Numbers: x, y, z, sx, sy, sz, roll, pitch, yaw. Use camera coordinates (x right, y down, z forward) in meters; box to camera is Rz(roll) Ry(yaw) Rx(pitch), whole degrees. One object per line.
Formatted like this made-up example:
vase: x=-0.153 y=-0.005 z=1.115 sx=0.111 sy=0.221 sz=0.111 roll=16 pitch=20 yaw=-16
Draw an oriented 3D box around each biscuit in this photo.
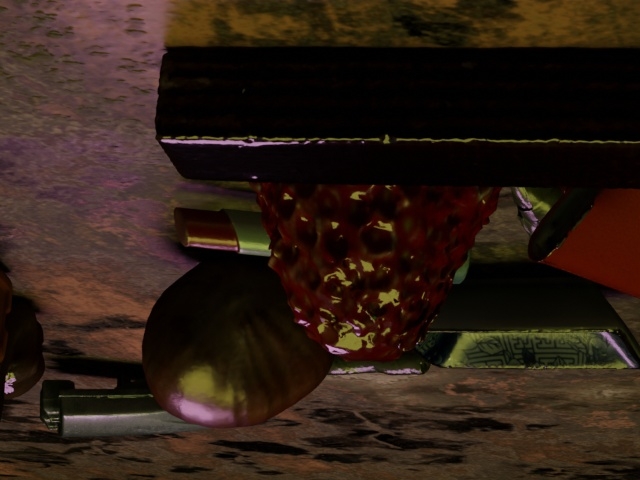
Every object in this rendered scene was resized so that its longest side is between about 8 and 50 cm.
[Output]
biscuit: x=0.075 y=-0.087 z=1.133 sx=0.388 sy=0.073 sz=0.107 roll=1 pitch=164 yaw=8

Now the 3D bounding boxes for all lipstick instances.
lipstick: x=0.000 y=0.000 z=1.440 sx=0.274 sy=0.068 sz=0.061 roll=5 pitch=164 yaw=-11

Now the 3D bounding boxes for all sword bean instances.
sword bean: x=0.022 y=0.160 z=2.028 sx=0.269 sy=0.038 sz=0.043 roll=-4 pitch=167 yaw=28

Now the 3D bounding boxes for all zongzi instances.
zongzi: x=0.236 y=-0.042 z=1.290 sx=0.154 sy=0.062 sz=0.130 roll=-7 pitch=149 yaw=14

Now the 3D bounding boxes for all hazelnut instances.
hazelnut: x=-0.089 y=0.093 z=1.616 sx=0.210 sy=0.210 sz=0.186 roll=12 pitch=-161 yaw=-25

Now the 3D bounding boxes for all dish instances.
dish: x=0.214 y=0.082 z=1.651 sx=0.243 sy=0.080 sz=0.182 roll=-1 pitch=163 yaw=21

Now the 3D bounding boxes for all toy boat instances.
toy boat: x=-0.244 y=0.234 z=2.255 sx=0.319 sy=0.092 sz=0.141 roll=0 pitch=164 yaw=-13

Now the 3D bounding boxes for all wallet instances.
wallet: x=0.273 y=-0.018 z=1.263 sx=0.204 sy=0.045 sz=0.142 roll=18 pitch=117 yaw=-41

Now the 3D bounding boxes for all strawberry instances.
strawberry: x=0.054 y=0.011 z=1.295 sx=0.234 sy=0.178 sz=0.234 roll=-1 pitch=169 yaw=0

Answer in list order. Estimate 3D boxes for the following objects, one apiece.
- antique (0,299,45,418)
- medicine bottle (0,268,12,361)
antique: x=-0.411 y=0.168 z=1.844 sx=0.121 sy=0.257 sz=0.143 roll=-3 pitch=118 yaw=19
medicine bottle: x=-0.464 y=0.071 z=1.702 sx=0.222 sy=0.112 sz=0.149 roll=2 pitch=164 yaw=7
